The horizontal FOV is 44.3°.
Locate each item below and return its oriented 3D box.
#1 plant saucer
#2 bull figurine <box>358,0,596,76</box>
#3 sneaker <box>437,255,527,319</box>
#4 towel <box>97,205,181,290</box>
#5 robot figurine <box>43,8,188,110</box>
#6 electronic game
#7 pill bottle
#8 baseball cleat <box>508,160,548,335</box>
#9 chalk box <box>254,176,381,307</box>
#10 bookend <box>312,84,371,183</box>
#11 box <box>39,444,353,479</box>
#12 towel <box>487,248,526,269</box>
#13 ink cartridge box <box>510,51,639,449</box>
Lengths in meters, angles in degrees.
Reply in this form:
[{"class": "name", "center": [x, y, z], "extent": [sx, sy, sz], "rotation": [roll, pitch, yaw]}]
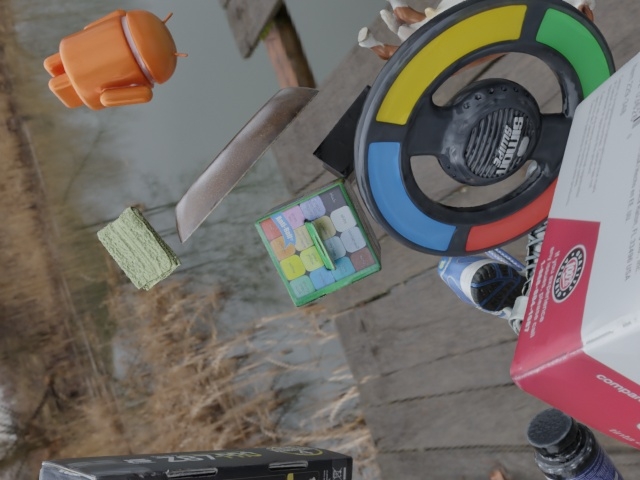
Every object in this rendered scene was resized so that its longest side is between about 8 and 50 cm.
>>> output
[{"class": "plant saucer", "center": [-0.121, -0.124, 1.187], "extent": [0.050, 0.310, 0.310], "rotation": [43, 159, -7]}, {"class": "bull figurine", "center": [0.198, -0.292, 1.013], "extent": [0.310, 0.188, 0.101], "rotation": [-22, 53, 51]}, {"class": "sneaker", "center": [0.233, 0.058, 1.027], "extent": [0.081, 0.211, 0.080], "rotation": [25, 89, 44]}, {"class": "towel", "center": [-0.342, 0.017, 1.482], "extent": [0.148, 0.110, 0.027], "rotation": [52, -158, -11]}, {"class": "robot figurine", "center": [-0.325, -0.287, 1.259], "extent": [0.158, 0.220, 0.128], "rotation": [-108, -4, -62]}, {"class": "electronic game", "center": [0.135, -0.085, 0.632], "extent": [0.048, 0.229, 0.229], "rotation": [-121, 24, -52]}, {"class": "pill bottle", "center": [0.485, 0.425, 1.497], "extent": [0.219, 0.123, 0.123], "rotation": [52, 166, -22]}, {"class": "baseball cleat", "center": [0.223, 0.026, 0.758], "extent": [0.072, 0.109, 0.205], "rotation": [-2, 110, 61]}, {"class": "chalk box", "center": [0.000, 0.000, 1.081], "extent": [0.213, 0.132, 0.132], "rotation": [-57, -57, -81]}, {"class": "bookend", "center": [0.061, -0.163, 1.369], "extent": [0.072, 0.156, 0.157], "rotation": [36, 169, 8]}, {"class": "box", "center": [-0.110, 0.396, 0.710], "extent": [0.097, 0.318, 0.394], "rotation": [-3, 80, 41]}, {"class": "towel", "center": [0.378, 0.085, 1.271], "extent": [0.336, 0.040, 0.243], "rotation": [32, -172, -48]}, {"class": "ink cartridge box", "center": [0.242, -0.039, 0.369], "extent": [0.131, 0.226, 0.306], "rotation": [29, 150, -8]}]
